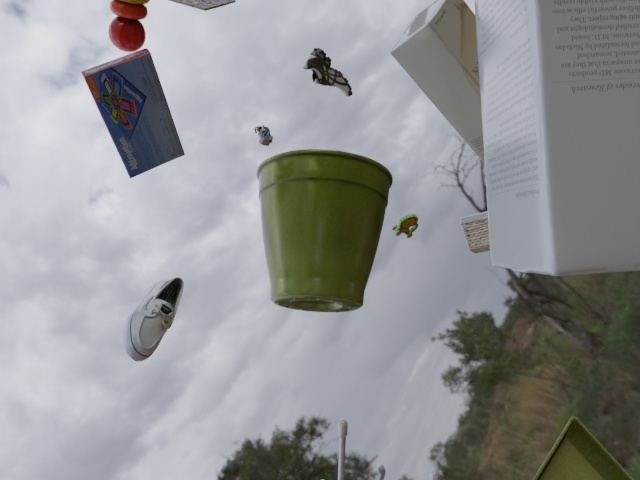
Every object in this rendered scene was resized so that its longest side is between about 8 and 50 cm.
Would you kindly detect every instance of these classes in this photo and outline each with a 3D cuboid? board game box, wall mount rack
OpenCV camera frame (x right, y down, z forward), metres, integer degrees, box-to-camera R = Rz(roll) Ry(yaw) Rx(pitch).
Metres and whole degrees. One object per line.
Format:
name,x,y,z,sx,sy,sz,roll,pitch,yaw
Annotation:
board game box,-0.411,-0.278,1.244,0.145,0.027,0.281,-28,-37,-18
wall mount rack,0.147,0.506,1.101,0.130,0.350,0.304,-58,-39,-21

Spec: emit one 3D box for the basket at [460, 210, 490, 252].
basket,0.509,-0.030,1.618,0.113,0.167,0.103,15,-117,-62

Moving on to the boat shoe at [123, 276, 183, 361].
boat shoe,-0.351,0.153,1.178,0.083,0.076,0.226,46,-155,-29

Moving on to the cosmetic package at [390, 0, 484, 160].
cosmetic package,0.305,-0.336,1.138,0.113,0.309,0.160,-22,30,50

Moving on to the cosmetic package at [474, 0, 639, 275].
cosmetic package,0.348,-0.184,0.803,0.230,0.162,0.452,-169,75,-88

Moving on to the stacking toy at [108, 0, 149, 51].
stacking toy,-0.451,-0.620,1.326,0.141,0.141,0.330,-32,-38,-53

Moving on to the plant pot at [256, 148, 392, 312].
plant pot,0.000,0.000,1.449,0.366,0.367,0.352,45,-133,-67

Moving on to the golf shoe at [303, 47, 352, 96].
golf shoe,0.022,-0.537,1.826,0.094,0.077,0.198,-46,-64,2

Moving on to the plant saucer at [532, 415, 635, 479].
plant saucer,0.454,0.441,0.962,0.188,0.188,0.045,-37,-8,-33

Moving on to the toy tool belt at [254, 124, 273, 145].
toy tool belt,-0.192,-0.374,1.922,0.052,0.083,0.051,-1,-30,-45

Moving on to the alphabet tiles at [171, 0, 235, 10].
alphabet tiles,-0.354,-0.722,1.626,0.237,0.198,0.009,-50,-24,-50

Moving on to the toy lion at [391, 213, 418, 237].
toy lion,0.303,-0.055,1.913,0.100,0.034,0.096,11,-46,-43
